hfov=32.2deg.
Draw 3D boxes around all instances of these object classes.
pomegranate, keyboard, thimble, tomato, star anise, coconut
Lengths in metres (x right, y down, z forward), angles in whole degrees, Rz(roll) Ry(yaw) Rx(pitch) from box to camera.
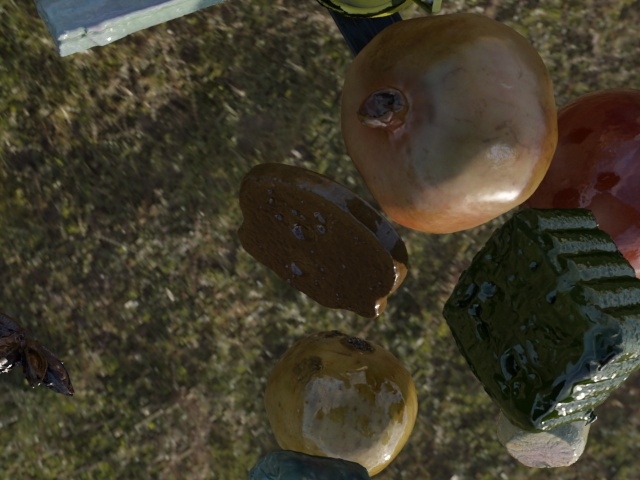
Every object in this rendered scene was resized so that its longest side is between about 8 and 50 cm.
[{"bbox_3d":[0.135,-0.136,1.256,0.270,0.229,0.252,10,77,-47],"label":"pomegranate"},{"bbox_3d":[0.035,0.275,1.852,0.260,0.260,0.260,-12,117,-23],"label":"pomegranate"},{"bbox_3d":[0.072,-0.357,1.776,0.103,0.041,0.381,-31,105,2],"label":"keyboard"},{"bbox_3d":[-0.022,0.385,1.460,0.143,0.235,0.198,16,104,-19],"label":"thimble"},{"bbox_3d":[0.466,-0.081,1.738,0.322,0.321,0.321,-12,117,-23],"label":"tomato"},{"bbox_3d":[-0.481,0.186,1.768,0.212,0.157,0.053,38,102,-5],"label":"star anise"},{"bbox_3d":[0.362,0.272,1.767,0.147,0.147,0.152,55,42,-35],"label":"coconut"}]

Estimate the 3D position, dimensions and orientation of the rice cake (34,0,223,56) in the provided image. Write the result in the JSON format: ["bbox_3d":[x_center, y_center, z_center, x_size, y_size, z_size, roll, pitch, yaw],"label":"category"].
[{"bbox_3d":[-0.135,-0.238,0.826,0.198,0.189,0.037,-28,162,-8],"label":"rice cake"}]

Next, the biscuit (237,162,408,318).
[{"bbox_3d":[0.001,-0.001,1.605,0.049,0.273,0.257,-49,162,-33],"label":"biscuit"}]

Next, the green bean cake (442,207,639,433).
[{"bbox_3d":[0.307,0.108,1.500,0.156,0.247,0.250,-4,143,-38],"label":"green bean cake"}]

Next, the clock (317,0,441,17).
[{"bbox_3d":[0.078,-0.468,1.626,0.071,0.294,0.277,-18,126,-52],"label":"clock"}]
